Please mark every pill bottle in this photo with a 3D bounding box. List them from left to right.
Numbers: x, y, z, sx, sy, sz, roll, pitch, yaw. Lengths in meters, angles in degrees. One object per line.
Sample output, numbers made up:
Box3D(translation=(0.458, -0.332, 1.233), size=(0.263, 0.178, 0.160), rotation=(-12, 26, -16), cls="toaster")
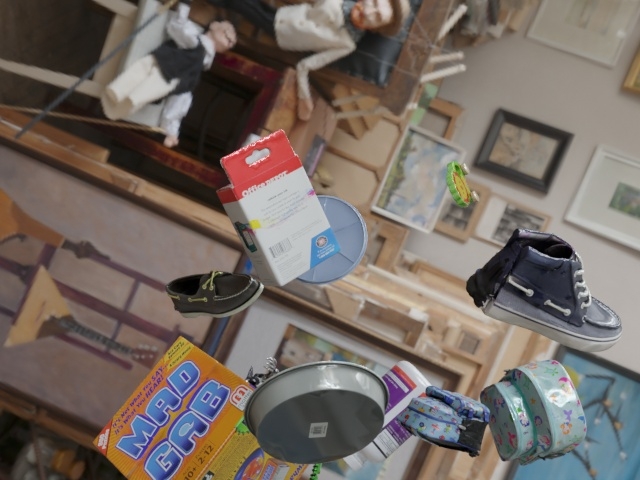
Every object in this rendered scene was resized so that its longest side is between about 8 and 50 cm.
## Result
Box3D(translation=(0.182, 0.511, 2.132), size=(0.323, 0.181, 0.181), rotation=(-40, 158, -7), cls="pill bottle")

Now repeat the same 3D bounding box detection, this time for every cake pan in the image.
Box3D(translation=(-0.003, 0.349, 1.453), size=(0.054, 0.293, 0.293), rotation=(-102, -165, -47), cls="cake pan")

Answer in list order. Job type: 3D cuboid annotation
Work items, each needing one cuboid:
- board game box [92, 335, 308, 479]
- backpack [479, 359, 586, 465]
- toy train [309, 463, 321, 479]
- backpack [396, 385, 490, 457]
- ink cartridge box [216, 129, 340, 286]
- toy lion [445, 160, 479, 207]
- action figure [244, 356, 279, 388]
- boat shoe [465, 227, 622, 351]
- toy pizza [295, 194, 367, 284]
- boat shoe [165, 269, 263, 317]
Box3D(translation=(-0.293, 0.545, 1.966), size=(0.356, 0.356, 0.356), rotation=(-52, 136, -16), cls="board game box")
Box3D(translation=(0.502, 0.403, 1.744), size=(0.253, 0.191, 0.225), rotation=(116, -38, -61), cls="backpack")
Box3D(translation=(-0.011, 0.647, 2.086), size=(0.017, 0.023, 0.083), rotation=(43, -60, 60), cls="toy train")
Box3D(translation=(0.265, 0.393, 1.643), size=(0.158, 0.173, 0.117), rotation=(14, -95, 64), cls="backpack")
Box3D(translation=(-0.079, -0.054, 1.246), size=(0.134, 0.078, 0.231), rotation=(-30, 102, -26), cls="ink cartridge box")
Box3D(translation=(0.265, -0.109, 1.420), size=(0.096, 0.034, 0.100), rotation=(19, 52, -54), cls="toy lion")
Box3D(translation=(-0.160, 0.459, 2.359), size=(0.141, 0.275, 0.164), rotation=(84, 8, -50), cls="action figure")
Box3D(translation=(0.442, 0.090, 1.326), size=(0.158, 0.340, 0.127), rotation=(-59, -152, 33), cls="boat shoe")
Box3D(translation=(0.000, 0.000, 1.566), size=(0.201, 0.201, 0.032), rotation=(-62, 163, -14), cls="toy pizza")
Box3D(translation=(-0.200, 0.093, 1.354), size=(0.069, 0.227, 0.081), rotation=(53, 46, -25), cls="boat shoe")
